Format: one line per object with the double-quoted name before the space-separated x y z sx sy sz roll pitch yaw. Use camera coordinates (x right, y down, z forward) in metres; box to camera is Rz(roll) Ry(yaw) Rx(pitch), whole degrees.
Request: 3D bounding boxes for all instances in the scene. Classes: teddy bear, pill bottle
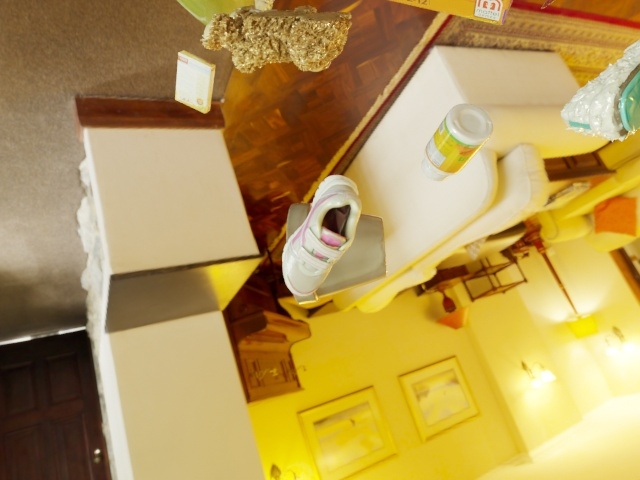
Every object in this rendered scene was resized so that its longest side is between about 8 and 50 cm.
"teddy bear" -0.098 -0.439 0.957 0.339 0.245 0.113 6 131 11
"pill bottle" 0.398 -0.282 1.324 0.137 0.136 0.245 -14 160 -16

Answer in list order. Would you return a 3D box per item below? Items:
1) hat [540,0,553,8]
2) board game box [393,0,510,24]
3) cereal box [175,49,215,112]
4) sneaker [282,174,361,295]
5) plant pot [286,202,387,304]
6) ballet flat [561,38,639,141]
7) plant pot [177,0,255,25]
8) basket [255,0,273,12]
"hat" 0.710 -0.676 1.137 0.173 0.208 0.183 -11 138 10
"board game box" 0.273 -0.724 0.851 0.357 0.355 0.356 23 169 17
"cereal box" -0.593 -0.744 2.069 0.047 0.173 0.240 -58 173 -49
"sneaker" 0.000 0.000 0.835 0.103 0.111 0.252 19 104 -13
"plant pot" 0.061 0.032 1.372 0.281 0.322 0.323 -4 163 8
"ballet flat" 0.598 -0.322 0.811 0.409 0.147 0.147 -35 166 -17
"plant pot" -0.328 -0.804 1.417 0.275 0.274 0.293 -23 158 9
"basket" -0.284 -1.031 1.799 0.201 0.254 0.288 7 113 -14
